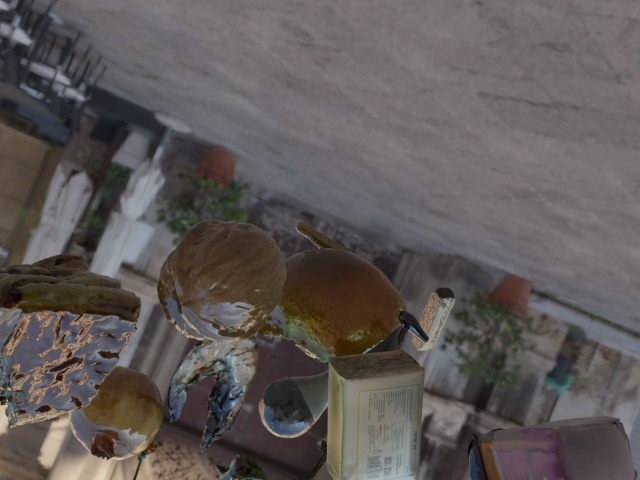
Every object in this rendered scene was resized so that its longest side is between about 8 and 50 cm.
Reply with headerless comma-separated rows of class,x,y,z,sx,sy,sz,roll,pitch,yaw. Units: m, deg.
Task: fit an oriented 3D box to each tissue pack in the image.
tissue pack,0.098,0.333,1.539,0.159,0.234,0.125,-4,-163,-15

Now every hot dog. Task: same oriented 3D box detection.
hot dog,0.000,0.001,1.935,0.137,0.028,0.044,32,-165,-8

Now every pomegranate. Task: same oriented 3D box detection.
pomegranate,-0.443,0.372,1.799,0.207,0.207,0.207,23,178,1

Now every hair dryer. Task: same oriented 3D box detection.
hair dryer,0.169,0.184,1.594,0.079,0.083,0.031,48,137,-13

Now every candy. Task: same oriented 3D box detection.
candy,-0.392,0.479,1.814,0.055,0.049,0.185,20,-163,-7

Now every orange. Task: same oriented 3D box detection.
orange,0.011,0.130,1.747,0.334,0.262,0.196,25,139,36

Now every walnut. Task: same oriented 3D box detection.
walnut,-0.156,0.064,1.312,0.213,0.213,0.213,23,178,1

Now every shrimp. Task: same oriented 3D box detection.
shrimp,-0.256,0.342,1.858,0.233,0.365,0.071,-4,-144,-41

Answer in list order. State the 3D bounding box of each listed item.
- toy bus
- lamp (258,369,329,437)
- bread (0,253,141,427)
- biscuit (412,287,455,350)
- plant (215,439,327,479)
toy bus,0.412,0.388,1.401,0.162,0.171,0.386,-17,164,33
lamp,-0.033,0.480,2.496,0.313,0.182,0.182,-20,171,7
bread,-0.524,0.163,1.451,0.370,0.314,0.191,7,-146,-53
biscuit,0.294,0.204,2.144,0.056,0.188,0.052,-3,-140,-29
plant,-0.104,0.627,1.994,0.333,0.251,0.180,6,-168,-31
